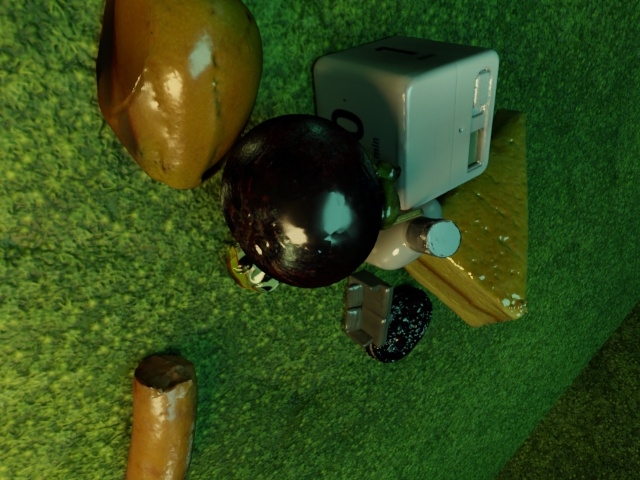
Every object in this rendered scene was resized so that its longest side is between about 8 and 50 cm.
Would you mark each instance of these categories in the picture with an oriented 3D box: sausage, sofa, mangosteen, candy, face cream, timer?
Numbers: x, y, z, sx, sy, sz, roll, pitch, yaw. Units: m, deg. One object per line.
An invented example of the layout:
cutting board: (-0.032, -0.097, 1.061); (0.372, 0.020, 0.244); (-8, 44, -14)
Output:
sausage: (-0.248, 0.309, 0.767); (0.109, 0.109, 0.270); (-7, 120, -39)
sofa: (0.091, 0.143, 0.982); (0.060, 0.085, 0.147); (-19, 125, -37)
mangosteen: (-0.014, -0.058, 0.611); (0.216, 0.216, 0.216); (-21, 126, -32)
candy: (0.000, 0.000, 0.718); (0.306, 0.083, 0.091); (-20, 110, 18)
face cream: (0.129, -0.017, 0.787); (0.071, 0.291, 0.144); (40, 83, -14)
timer: (0.125, -0.186, 0.743); (0.194, 0.195, 0.192); (-28, 129, -29)

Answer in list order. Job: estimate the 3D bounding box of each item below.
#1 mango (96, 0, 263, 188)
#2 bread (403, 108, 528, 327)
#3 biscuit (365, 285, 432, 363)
mango: (-0.145, -0.172, 0.556); (0.167, 0.136, 0.235); (-5, 125, -47)
bread: (0.339, -0.052, 0.949); (0.361, 0.245, 0.233); (-50, 174, -13)
biscuit: (0.177, 0.192, 1.110); (0.195, 0.053, 0.194); (-21, 125, -33)
